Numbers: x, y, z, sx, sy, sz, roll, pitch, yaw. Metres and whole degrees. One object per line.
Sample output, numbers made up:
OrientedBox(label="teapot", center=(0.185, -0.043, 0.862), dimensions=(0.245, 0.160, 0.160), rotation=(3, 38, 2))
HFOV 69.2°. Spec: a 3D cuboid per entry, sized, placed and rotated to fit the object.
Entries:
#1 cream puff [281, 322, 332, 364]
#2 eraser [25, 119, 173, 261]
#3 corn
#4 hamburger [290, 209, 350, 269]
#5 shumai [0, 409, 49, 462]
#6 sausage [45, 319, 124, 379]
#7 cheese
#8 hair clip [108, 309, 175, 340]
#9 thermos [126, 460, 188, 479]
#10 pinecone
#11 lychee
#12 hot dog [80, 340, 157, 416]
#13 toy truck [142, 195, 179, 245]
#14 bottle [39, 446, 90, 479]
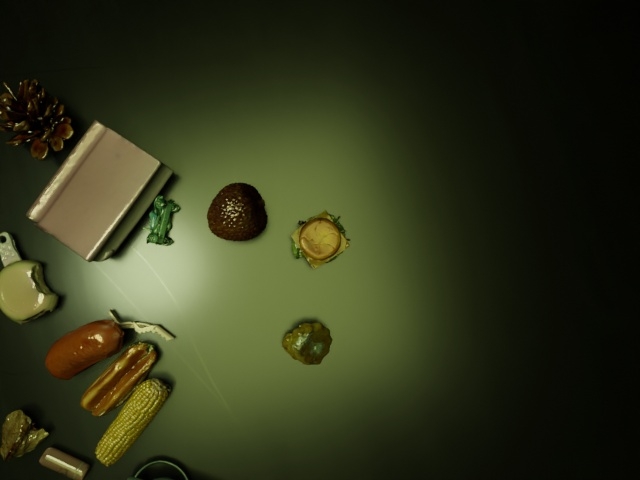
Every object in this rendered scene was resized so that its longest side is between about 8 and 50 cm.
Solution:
OrientedBox(label="cream puff", center=(-0.045, 0.322, 1.468), dimensions=(0.146, 0.116, 0.146), rotation=(-4, 96, -34))
OrientedBox(label="eraser", center=(-0.666, -0.145, 1.407), dimensions=(0.272, 0.122, 0.359), rotation=(32, 85, 8))
OrientedBox(label="corn", center=(-0.574, 0.548, 1.411), dimensions=(0.106, 0.106, 0.293), rotation=(39, 87, -2))
OrientedBox(label="hamburger", center=(-0.004, 0.000, 1.491), dimensions=(0.189, 0.093, 0.164), rotation=(-22, 87, -7))
OrientedBox(label="shumai", center=(-0.902, 0.590, 1.391), dimensions=(0.123, 0.105, 0.139), rotation=(24, 71, 40))
OrientedBox(label="sausage", center=(-0.705, 0.321, 1.379), dimensions=(0.258, 0.133, 0.133), rotation=(-28, 90, 14))
OrientedBox(label="cheese", center=(-0.915, 0.106, 1.408), dimensions=(0.163, 0.082, 0.286), rotation=(-23, 88, -7))
OrientedBox(label="hair clip", center=(-0.566, 0.268, 1.455), dimensions=(0.225, 0.034, 0.072), rotation=(10, 85, -5))
OrientedBox(label="thermos", center=(-0.453, 0.779, 1.391), dimensions=(0.286, 0.145, 0.182), rotation=(24, 53, -2))
OrientedBox(label="pinecone", center=(-0.868, -0.368, 1.383), dimensions=(0.229, 0.201, 0.202), rotation=(32, 69, 22))
OrientedBox(label="lychee", center=(-0.253, -0.085, 1.434), dimensions=(0.194, 0.194, 0.195), rotation=(0, 87, -5))
OrientedBox(label="hot dog", center=(-0.609, 0.425, 1.423), dimensions=(0.269, 0.072, 0.115), rotation=(-44, 91, -7))
OrientedBox(label="toy truck", center=(-0.511, -0.061, 1.464), dimensions=(0.078, 0.080, 0.154), rotation=(9, 86, 22))
OrientedBox(label="bottle", center=(-0.772, 0.678, 1.404), dimensions=(0.140, 0.053, 0.053), rotation=(27, 85, -4))
